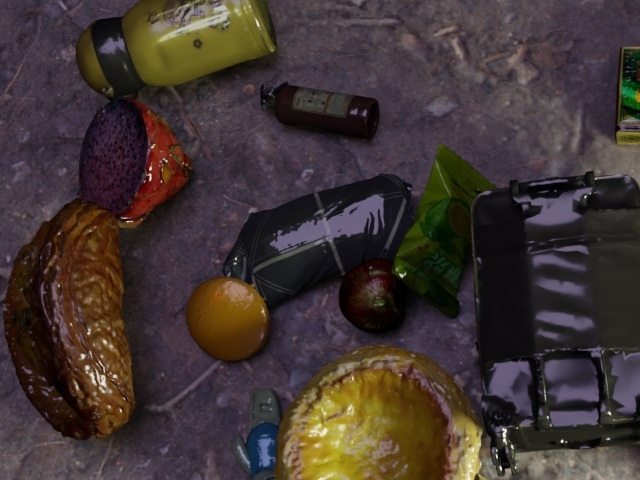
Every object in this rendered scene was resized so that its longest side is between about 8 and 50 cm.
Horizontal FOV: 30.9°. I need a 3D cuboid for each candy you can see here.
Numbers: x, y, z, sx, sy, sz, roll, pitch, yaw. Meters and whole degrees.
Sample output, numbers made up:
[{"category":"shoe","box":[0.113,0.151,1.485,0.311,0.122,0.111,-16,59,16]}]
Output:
[{"category":"candy","box":[0.196,-0.014,1.821,0.069,0.149,0.246,-3,56,56]}]

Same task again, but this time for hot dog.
[{"category":"hot dog","box":[-0.399,0.127,1.845,0.174,0.267,0.387,0,70,-27]}]

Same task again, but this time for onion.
[{"category":"onion","box":[0.082,0.087,1.803,0.119,0.118,0.117,-5,86,13]}]

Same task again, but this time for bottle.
[{"category":"bottle","box":[-0.268,-0.364,2.074,0.351,0.171,0.171,-17,63,7]}]

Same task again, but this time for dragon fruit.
[{"category":"dragon fruit","box":[-0.305,-0.128,2.006,0.218,0.148,0.223,-1,85,45]}]

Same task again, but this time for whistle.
[{"category":"whistle","box":[-0.079,0.333,1.757,0.114,0.077,0.235,-2,61,-6]}]

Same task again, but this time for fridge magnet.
[{"category":"fridge magnet","box":[-0.147,0.125,1.854,0.143,0.063,0.143,5,107,17]}]

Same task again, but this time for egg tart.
[{"category":"egg tart","box":[0.088,0.311,1.685,0.319,0.128,0.318,-5,70,15]}]

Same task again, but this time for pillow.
[{"category":"pillow","box":[0.000,0.000,1.876,0.335,0.092,0.161,-17,72,8]}]

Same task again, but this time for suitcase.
[{"category":"suitcase","box":[0.360,0.115,1.665,0.283,0.194,0.433,-7,65,13]}]

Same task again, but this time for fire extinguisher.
[{"category":"fire extinguisher","box":[-0.010,-0.234,2.007,0.231,0.071,0.099,13,42,22]}]

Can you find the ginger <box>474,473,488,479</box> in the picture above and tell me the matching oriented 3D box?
[{"category":"ginger","box":[0.233,0.473,1.607,0.118,0.065,0.298,-18,59,29]}]

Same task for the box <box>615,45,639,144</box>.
[{"category":"box","box":[0.591,-0.226,1.829,0.240,0.071,0.159,2,69,16]}]
